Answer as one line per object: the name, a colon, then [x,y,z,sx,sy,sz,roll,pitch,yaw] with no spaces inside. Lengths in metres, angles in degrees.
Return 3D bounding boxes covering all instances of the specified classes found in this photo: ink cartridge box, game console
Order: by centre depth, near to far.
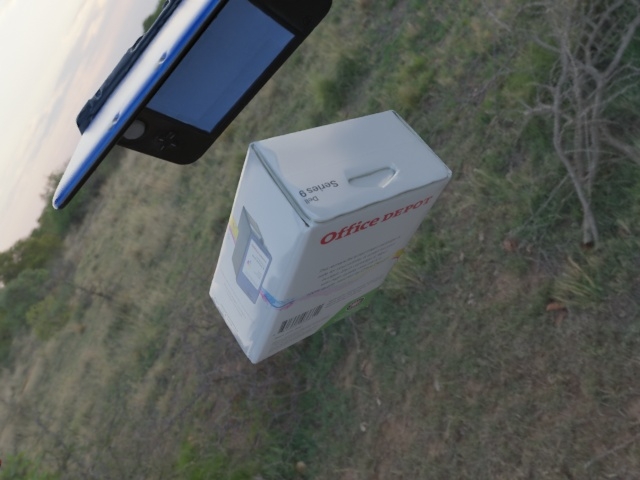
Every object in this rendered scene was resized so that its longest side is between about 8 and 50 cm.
ink cartridge box: [0.000,0.000,0.518,0.093,0.154,0.212,54,145,22]
game console: [-0.113,-0.159,0.589,0.293,0.250,0.173,-43,62,21]
